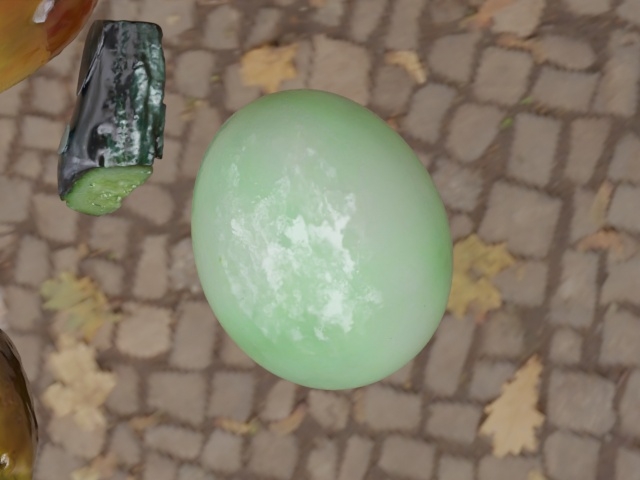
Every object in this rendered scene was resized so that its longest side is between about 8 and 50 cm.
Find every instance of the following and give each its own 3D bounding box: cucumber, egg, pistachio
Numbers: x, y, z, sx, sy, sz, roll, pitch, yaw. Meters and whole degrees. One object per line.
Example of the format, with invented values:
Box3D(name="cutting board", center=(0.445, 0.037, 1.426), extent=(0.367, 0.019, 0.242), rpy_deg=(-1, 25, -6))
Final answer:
Box3D(name="cucumber", center=(-0.206, -0.119, 1.802), extent=(0.115, 0.085, 0.193), rpy_deg=(9, 88, 59))
Box3D(name="egg", center=(0.000, 0.000, 1.602), extent=(0.220, 0.220, 0.270), rpy_deg=(-13, 118, 19))
Box3D(name="pistachio", center=(-0.204, 0.089, 1.137), extent=(0.049, 0.173, 0.089), rpy_deg=(-42, 122, 5))

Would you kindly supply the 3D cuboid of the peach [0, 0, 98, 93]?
Box3D(name="peach", center=(-0.316, -0.228, 1.300), extent=(0.372, 0.372, 0.290), rpy_deg=(14, 91, 14))
